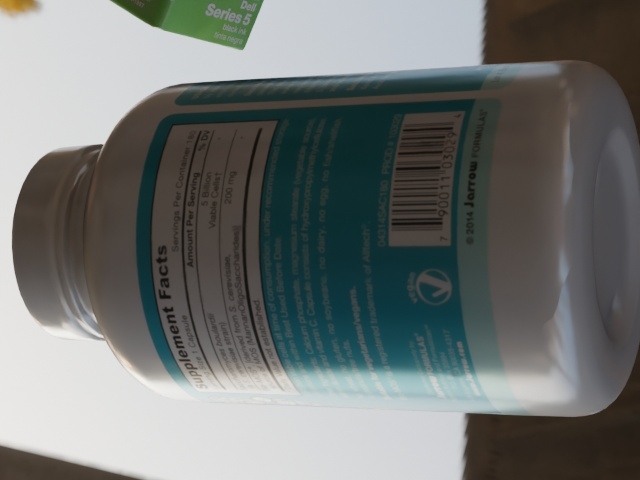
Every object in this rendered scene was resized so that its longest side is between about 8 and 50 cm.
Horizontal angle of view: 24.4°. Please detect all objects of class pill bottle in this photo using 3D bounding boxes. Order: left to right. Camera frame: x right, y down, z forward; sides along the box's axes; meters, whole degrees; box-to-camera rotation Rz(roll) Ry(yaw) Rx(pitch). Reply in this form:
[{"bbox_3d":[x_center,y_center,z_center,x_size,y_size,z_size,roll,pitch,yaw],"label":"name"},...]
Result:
[{"bbox_3d":[0.000,0.000,0.647,0.264,0.146,0.146,0,-110,24],"label":"pill bottle"}]

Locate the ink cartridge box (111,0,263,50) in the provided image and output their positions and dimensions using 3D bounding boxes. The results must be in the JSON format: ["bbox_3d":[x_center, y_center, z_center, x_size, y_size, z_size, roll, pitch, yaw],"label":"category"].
[{"bbox_3d":[-0.111,-0.333,1.286,0.198,0.114,0.273,35,-73,37],"label":"ink cartridge box"}]
